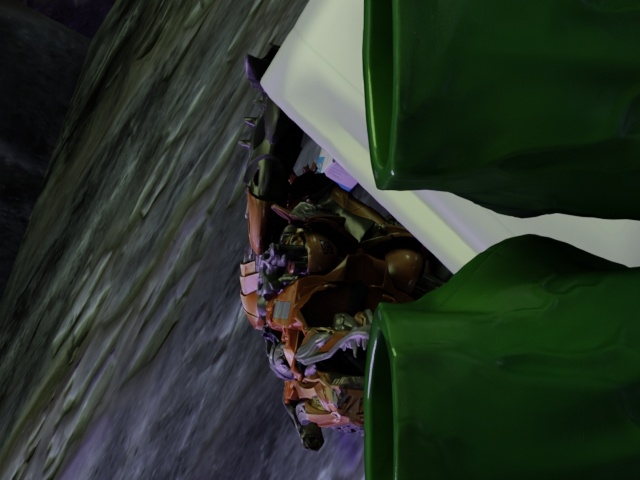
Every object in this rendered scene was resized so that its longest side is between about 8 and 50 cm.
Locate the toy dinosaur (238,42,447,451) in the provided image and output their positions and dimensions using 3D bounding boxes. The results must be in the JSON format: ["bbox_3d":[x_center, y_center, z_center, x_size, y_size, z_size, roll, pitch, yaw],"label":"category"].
[{"bbox_3d":[0.000,0.000,1.140,0.322,0.164,0.218,37,117,54],"label":"toy dinosaur"}]

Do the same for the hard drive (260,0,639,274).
[{"bbox_3d":[0.141,-0.142,0.808,0.233,0.047,0.353,45,115,28],"label":"hard drive"}]

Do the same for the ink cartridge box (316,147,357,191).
[{"bbox_3d":[0.029,-0.073,1.369,0.083,0.028,0.048,-44,24,52],"label":"ink cartridge box"}]

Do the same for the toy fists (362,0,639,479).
[{"bbox_3d":[0.089,-0.001,0.701,0.096,0.142,0.279,-132,42,-79],"label":"toy fists"}]
